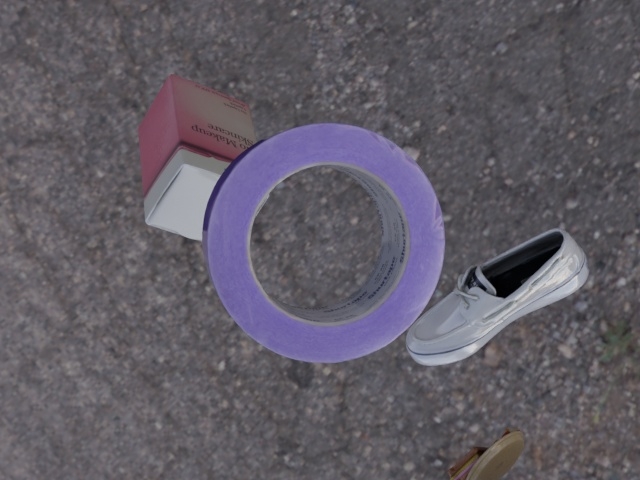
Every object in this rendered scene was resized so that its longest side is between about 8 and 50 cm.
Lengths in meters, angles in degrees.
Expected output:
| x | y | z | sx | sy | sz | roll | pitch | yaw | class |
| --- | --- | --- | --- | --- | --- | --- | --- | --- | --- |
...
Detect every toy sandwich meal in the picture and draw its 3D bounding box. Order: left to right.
| x | y | z | sx | sy | sz | roll | pitch | yaw | class |
| --- | --- | --- | --- | --- | --- | --- | --- | --- | --- |
| 0.163 | 0.212 | 0.878 | 0.029 | 0.086 | 0.085 | 43 | 137 | 34 | toy sandwich meal |

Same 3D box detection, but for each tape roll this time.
| x | y | z | sx | sy | sz | roll | pitch | yaw | class |
| --- | --- | --- | --- | --- | --- | --- | --- | --- | --- |
| 0.000 | 0.000 | 0.730 | 0.189 | 0.189 | 0.080 | 57 | 174 | -9 | tape roll |

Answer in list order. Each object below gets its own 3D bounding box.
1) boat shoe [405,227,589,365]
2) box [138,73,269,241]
| x | y | z | sx | sy | sz | roll | pitch | yaw | class |
| --- | --- | --- | --- | --- | --- | --- | --- | --- | --- |
| 0.221 | 0.072 | 1.183 | 0.268 | 0.096 | 0.088 | -28 | 132 | 16 | boat shoe |
| -0.184 | -0.123 | 1.377 | 0.149 | 0.232 | 0.127 | 18 | 126 | -30 | box |
